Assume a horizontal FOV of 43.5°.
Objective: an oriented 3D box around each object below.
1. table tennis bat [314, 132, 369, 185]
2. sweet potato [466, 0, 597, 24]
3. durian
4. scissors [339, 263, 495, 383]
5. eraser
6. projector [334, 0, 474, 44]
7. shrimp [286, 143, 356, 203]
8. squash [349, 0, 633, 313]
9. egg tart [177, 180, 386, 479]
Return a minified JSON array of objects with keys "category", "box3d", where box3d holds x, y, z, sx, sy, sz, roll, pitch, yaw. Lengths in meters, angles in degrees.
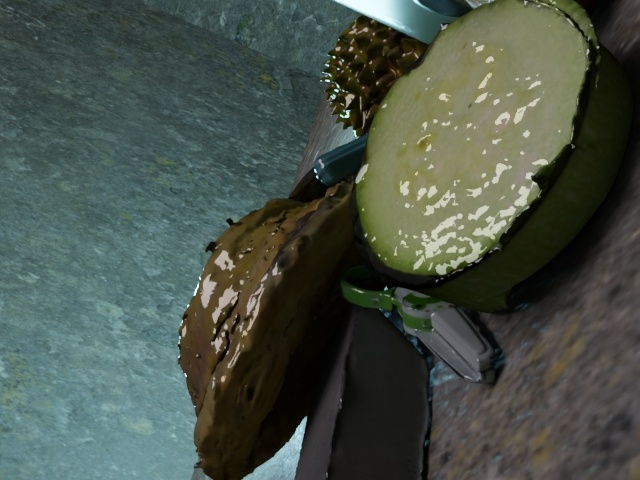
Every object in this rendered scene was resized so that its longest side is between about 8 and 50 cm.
[{"category":"table tennis bat","box3d":[0.081,-0.113,0.853,0.201,0.033,0.124,-29,-6,-19]},{"category":"sweet potato","box3d":[0.198,-0.319,0.594,0.131,0.131,0.337,-114,45,-80]},{"category":"durian","box3d":[0.091,-0.213,1.041,0.261,0.186,0.154,100,-170,-48]},{"category":"scissors","box3d":[0.082,0.055,0.616,0.204,0.101,0.027,-126,27,-69]},{"category":"eraser","box3d":[0.022,0.204,0.597,0.352,0.077,0.111,-77,8,-48]},{"category":"projector","box3d":[0.118,-0.347,0.785,0.248,0.249,0.248,167,126,-81]},{"category":"shrimp","box3d":[0.000,0.000,1.058,0.290,0.054,0.222,-41,-39,-49]},{"category":"squash","box3d":[0.129,-0.049,0.550,0.220,0.133,0.220,-47,28,35]},{"category":"egg tart","box3d":[-0.043,0.073,0.819,0.352,0.150,0.352,-54,-18,-26]}]
